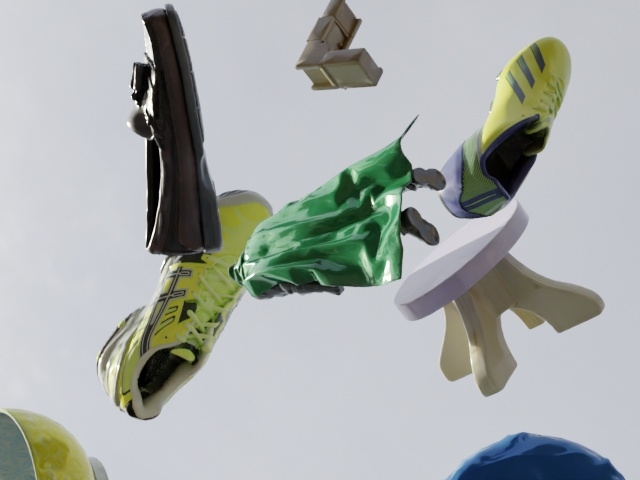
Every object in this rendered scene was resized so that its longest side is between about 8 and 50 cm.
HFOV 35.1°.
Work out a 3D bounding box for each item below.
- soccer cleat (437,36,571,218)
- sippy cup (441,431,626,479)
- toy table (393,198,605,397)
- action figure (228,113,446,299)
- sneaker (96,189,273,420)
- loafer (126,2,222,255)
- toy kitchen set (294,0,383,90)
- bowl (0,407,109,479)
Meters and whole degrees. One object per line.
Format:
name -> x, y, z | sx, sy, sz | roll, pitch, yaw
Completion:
soccer cleat -> 0.240, -0.135, 1.178 | 0.093, 0.289, 0.121 | 47, -29, -20
sippy cup -> 0.192, 0.286, 0.857 | 0.240, 0.305, 0.224 | 8, -36, 27
toy table -> 0.224, 0.073, 1.321 | 0.161, 0.274, 0.252 | 54, -41, -4
action figure -> 0.000, 0.000, 0.819 | 0.063, 0.137, 0.232 | 31, -33, -31
sneaker -> -0.178, 0.103, 1.491 | 0.145, 0.147, 0.384 | 28, -81, -34
loafer -> -0.179, -0.114, 1.157 | 0.095, 0.109, 0.302 | -12, -63, -8
toy kitchen set -> 0.036, -0.168, 0.914 | 0.075, 0.083, 0.068 | 4, -32, 40
bowl -> -0.416, 0.396, 1.541 | 0.156, 0.289, 0.289 | 2, -49, -40
